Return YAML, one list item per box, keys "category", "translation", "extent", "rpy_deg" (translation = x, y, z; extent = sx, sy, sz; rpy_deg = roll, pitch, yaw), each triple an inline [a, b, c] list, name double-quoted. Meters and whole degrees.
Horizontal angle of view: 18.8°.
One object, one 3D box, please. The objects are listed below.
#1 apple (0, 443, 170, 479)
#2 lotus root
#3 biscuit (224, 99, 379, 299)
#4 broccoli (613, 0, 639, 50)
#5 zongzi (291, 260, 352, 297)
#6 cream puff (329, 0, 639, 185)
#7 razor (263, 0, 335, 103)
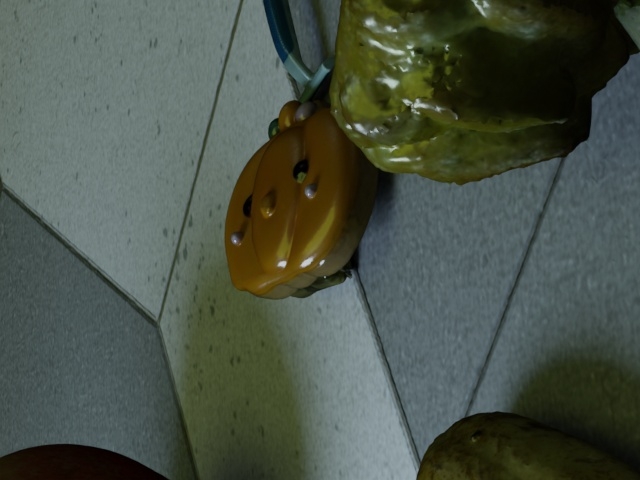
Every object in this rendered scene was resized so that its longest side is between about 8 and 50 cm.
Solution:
- category: "apple"
  translation: [-0.200, 0.343, 1.592]
  extent: [0.277, 0.348, 0.348]
  rpy_deg: [12, 103, 34]
- category: "lotus root"
  translation: [0.134, 0.168, 1.183]
  extent: [0.258, 0.097, 0.110]
  rpy_deg: [12, 98, 59]
- category: "biscuit"
  translation: [-0.023, -0.040, 1.492]
  extent: [0.170, 0.050, 0.170]
  rpy_deg: [-34, 45, 43]
- category: "broccoli"
  translation: [0.220, -0.136, 0.959]
  extent: [0.162, 0.138, 0.146]
  rpy_deg: [35, 157, 48]
- category: "zongzi"
  translation: [0.000, 0.000, 1.522]
  extent: [0.076, 0.040, 0.083]
  rpy_deg: [-20, 55, 55]
- category: "cream puff"
  translation: [0.090, -0.147, 1.141]
  extent: [0.196, 0.244, 0.244]
  rpy_deg: [-3, 87, 28]
- category: "razor"
  translation: [-0.030, -0.201, 1.563]
  extent: [0.068, 0.037, 0.191]
  rpy_deg: [129, 134, -54]
